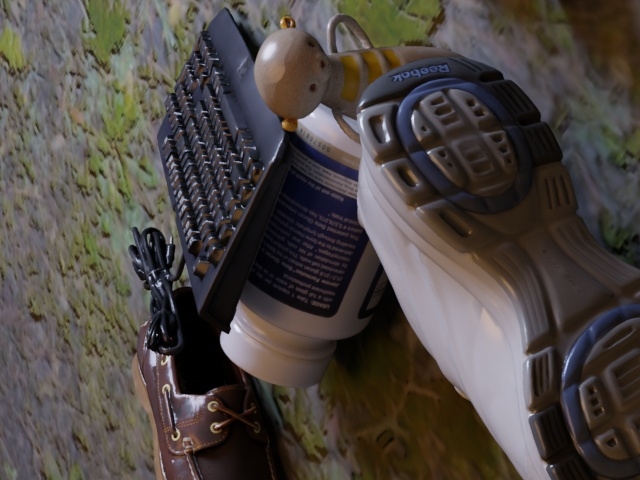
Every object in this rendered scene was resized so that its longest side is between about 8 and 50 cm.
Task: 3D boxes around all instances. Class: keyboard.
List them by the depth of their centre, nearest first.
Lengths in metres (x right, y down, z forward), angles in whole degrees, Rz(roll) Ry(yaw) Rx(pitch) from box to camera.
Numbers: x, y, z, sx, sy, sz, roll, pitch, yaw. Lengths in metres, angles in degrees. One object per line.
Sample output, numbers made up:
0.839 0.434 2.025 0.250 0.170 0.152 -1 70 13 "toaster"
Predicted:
-0.083 -0.027 1.002 0.317 0.033 0.201 -114 42 -66 "keyboard"

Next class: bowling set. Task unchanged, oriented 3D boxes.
0.065 -0.207 0.818 0.200 0.154 0.287 -26 65 49 "bowling set"

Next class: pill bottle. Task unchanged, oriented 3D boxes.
0.000 0.000 0.925 0.094 0.094 0.169 46 121 46 "pill bottle"

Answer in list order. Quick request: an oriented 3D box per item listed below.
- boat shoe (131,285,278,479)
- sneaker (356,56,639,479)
-0.074 0.119 1.026 0.073 0.073 0.207 -59 43 32 "boat shoe"
0.111 0.050 0.770 0.297 0.111 0.129 62 161 21 "sneaker"
